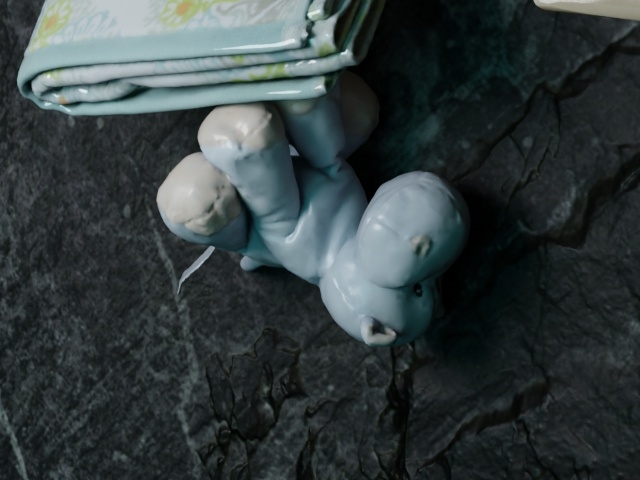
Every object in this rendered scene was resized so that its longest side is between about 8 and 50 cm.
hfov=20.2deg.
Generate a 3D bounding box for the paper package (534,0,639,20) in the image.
[{"bbox_3d":[0.337,-0.326,1.384,0.309,0.168,0.325,13,106,33],"label":"paper package"}]

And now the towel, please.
[{"bbox_3d":[-0.085,-0.268,1.650,0.374,0.090,0.321,0,58,34],"label":"towel"}]

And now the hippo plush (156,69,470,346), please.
[{"bbox_3d":[0.000,0.000,1.650,0.236,0.234,0.294,41,120,23],"label":"hippo plush"}]
